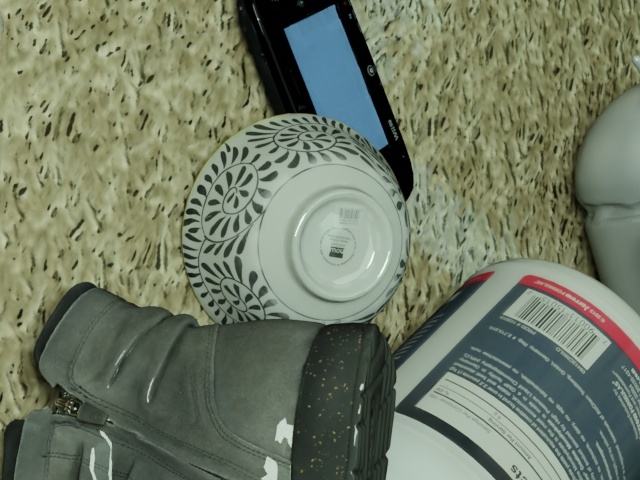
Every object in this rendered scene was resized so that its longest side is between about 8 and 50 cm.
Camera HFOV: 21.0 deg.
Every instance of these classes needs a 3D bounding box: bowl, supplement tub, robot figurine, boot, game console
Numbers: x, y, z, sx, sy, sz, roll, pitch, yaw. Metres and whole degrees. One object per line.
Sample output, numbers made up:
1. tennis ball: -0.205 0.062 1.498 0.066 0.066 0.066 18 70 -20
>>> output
1. bowl: 0.000 0.000 1.161 0.170 0.080 0.170 -3 97 -25
2. supplement tub: 0.105 0.156 1.186 0.272 0.191 0.191 -41 110 -35
3. robot figurine: 0.322 0.011 1.379 0.300 0.200 0.353 -33 107 -66
4. boot: -0.085 0.198 1.021 0.118 0.223 0.338 60 37 -64
5. game console: -0.012 -0.186 1.232 0.213 0.044 0.361 -29 103 -38

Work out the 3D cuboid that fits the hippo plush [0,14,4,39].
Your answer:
1. hippo plush: -0.311 -0.117 0.908 0.234 0.294 0.236 -26 129 4
